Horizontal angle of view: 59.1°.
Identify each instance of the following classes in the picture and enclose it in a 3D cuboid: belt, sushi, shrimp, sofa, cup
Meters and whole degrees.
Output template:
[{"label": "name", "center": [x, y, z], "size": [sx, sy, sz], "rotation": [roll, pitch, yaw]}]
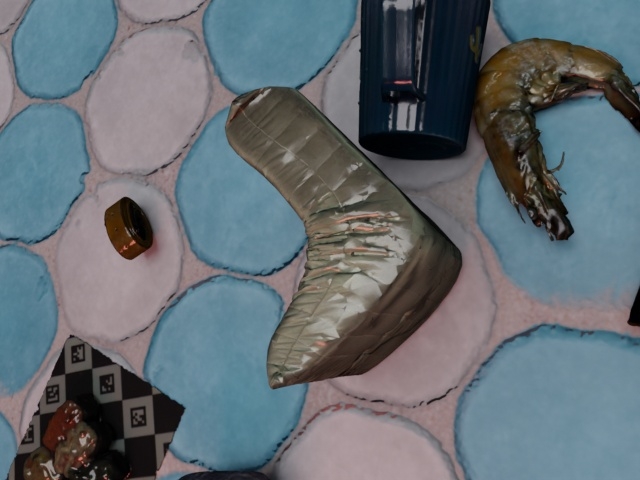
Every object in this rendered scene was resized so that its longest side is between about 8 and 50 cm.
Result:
[{"label": "belt", "center": [-0.244, -0.016, 0.726], "size": [0.036, 0.059, 0.083], "rotation": [-33, 57, 13]}, {"label": "sushi", "center": [-0.305, 0.263, 0.698], "size": [0.219, 0.047, 0.232], "rotation": [23, 88, 26]}, {"label": "shrimp", "center": [0.233, -0.108, 0.546], "size": [0.150, 0.051, 0.217], "rotation": [-14, 70, 13]}, {"label": "sofa", "center": [0.000, 0.000, 0.538], "size": [0.176, 0.210, 0.225], "rotation": [-46, 69, 10]}, {"label": "cup", "center": [0.092, -0.171, 0.555], "size": [0.131, 0.176, 0.155], "rotation": [4, 87, 22]}]

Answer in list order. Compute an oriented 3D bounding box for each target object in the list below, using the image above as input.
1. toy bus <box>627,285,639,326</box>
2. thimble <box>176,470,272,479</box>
[{"label": "toy bus", "center": [0.362, -0.110, 0.465], "size": [0.092, 0.093, 0.409], "rotation": [20, 88, 18]}, {"label": "thimble", "center": [-0.098, 0.302, 0.546], "size": [0.097, 0.150, 0.150], "rotation": [-8, 76, 16]}]
